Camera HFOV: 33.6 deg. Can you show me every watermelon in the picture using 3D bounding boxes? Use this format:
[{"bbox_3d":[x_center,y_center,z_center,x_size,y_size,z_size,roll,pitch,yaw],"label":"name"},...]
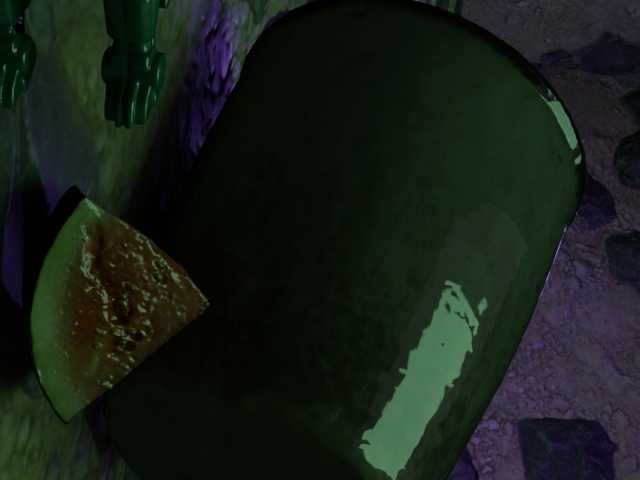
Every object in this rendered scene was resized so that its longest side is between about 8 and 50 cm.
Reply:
[{"bbox_3d":[-0.104,0.022,0.578,0.135,0.094,0.125,-63,156,-71],"label":"watermelon"}]

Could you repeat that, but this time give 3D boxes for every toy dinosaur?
[{"bbox_3d":[-0.094,-0.159,0.440,0.259,0.094,0.153,-81,180,-45],"label":"toy dinosaur"}]

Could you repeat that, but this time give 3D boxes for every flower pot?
[{"bbox_3d":[0.011,0.033,0.762,0.294,0.293,0.330,92,20,-49],"label":"flower pot"}]
